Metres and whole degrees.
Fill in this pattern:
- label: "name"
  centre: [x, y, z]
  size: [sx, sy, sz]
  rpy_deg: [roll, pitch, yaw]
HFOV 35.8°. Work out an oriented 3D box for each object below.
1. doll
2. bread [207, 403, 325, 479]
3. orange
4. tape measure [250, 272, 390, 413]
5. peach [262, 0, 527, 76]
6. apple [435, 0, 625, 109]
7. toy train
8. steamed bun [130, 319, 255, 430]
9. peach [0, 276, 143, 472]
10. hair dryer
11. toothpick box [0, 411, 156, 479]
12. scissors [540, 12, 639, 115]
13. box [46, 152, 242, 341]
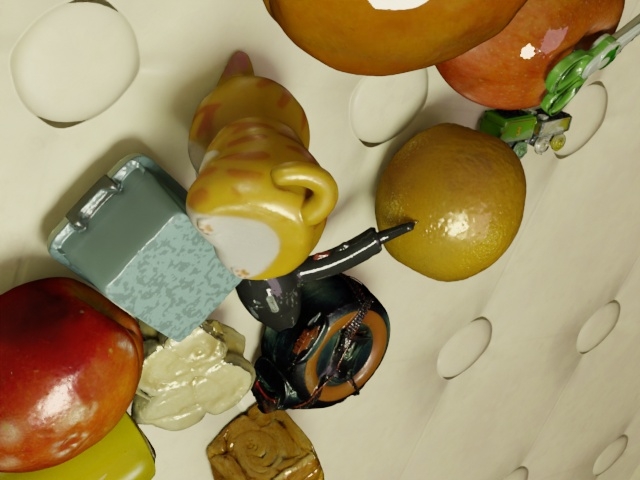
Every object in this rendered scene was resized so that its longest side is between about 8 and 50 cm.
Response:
- label: "doll"
  centre: [-0.077, -0.081, 1.142]
  size: [0.162, 0.270, 0.167]
  rpy_deg: [-25, 133, 3]
- label: "bread"
  centre: [-0.083, 0.365, 1.598]
  size: [0.149, 0.158, 0.143]
  rpy_deg: [-36, 140, -22]
- label: "orange"
  centre: [0.190, -0.055, 1.451]
  size: [0.236, 0.236, 0.236]
  rpy_deg: [-26, 137, -27]
- label: "tape measure"
  centre: [0.008, 0.161, 1.524]
  size: [0.202, 0.135, 0.223]
  rpy_deg: [0, 119, -42]
- label: "peach"
  centre: [0.074, -0.334, 0.999]
  size: [0.301, 0.343, 0.343]
  rpy_deg: [-19, 138, -3]
- label: "apple"
  centre: [0.282, -0.301, 1.342]
  size: [0.272, 0.206, 0.252]
  rpy_deg: [-35, 144, -19]
- label: "toy train"
  centre: [0.334, -0.180, 1.615]
  size: [0.202, 0.060, 0.081]
  rpy_deg: [-14, 125, -39]
- label: "steamed bun"
  centre: [-0.198, 0.168, 1.357]
  size: [0.192, 0.106, 0.177]
  rpy_deg: [-40, 130, 9]
- label: "peach"
  centre: [-0.321, 0.160, 1.149]
  size: [0.243, 0.199, 0.243]
  rpy_deg: [-35, 156, -18]
- label: "hair dryer"
  centre: [0.000, 0.000, 1.368]
  size: [0.271, 0.091, 0.236]
  rpy_deg: [-20, 130, -1]
- label: "toothpick box"
  centre: [-0.349, 0.314, 1.277]
  size: [0.271, 0.175, 0.175]
  rpy_deg: [-32, 140, -25]
- label: "scissors"
  centre: [0.367, -0.245, 1.291]
  size: [0.204, 0.027, 0.101]
  rpy_deg: [-39, 159, -13]
- label: "box"
  centre: [-0.201, 0.014, 1.195]
  size: [0.162, 0.130, 0.227]
  rpy_deg: [-46, 146, -3]
